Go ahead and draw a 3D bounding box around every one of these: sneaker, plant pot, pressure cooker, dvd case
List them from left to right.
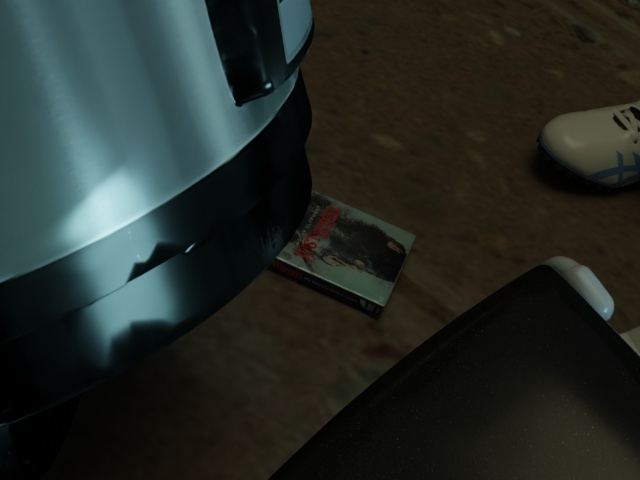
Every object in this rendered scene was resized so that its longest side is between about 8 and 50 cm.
[{"bbox_3d":[-0.199,-0.097,0.532,0.375,0.420,0.370,7,32,42],"label":"pressure cooker"},{"bbox_3d":[0.000,0.000,0.801,0.119,0.013,0.087,24,39,6],"label":"dvd case"},{"bbox_3d":[0.062,0.154,0.472,0.167,0.187,0.188,-18,51,-27],"label":"plant pot"},{"bbox_3d":[0.284,-0.095,0.975,0.237,0.086,0.085,-6,47,-26],"label":"sneaker"}]

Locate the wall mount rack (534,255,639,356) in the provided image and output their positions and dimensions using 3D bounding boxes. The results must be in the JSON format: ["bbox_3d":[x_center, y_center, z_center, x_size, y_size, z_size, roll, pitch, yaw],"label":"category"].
[{"bbox_3d":[0.256,0.130,0.673,0.350,0.130,0.304,-16,71,-35],"label":"wall mount rack"}]
